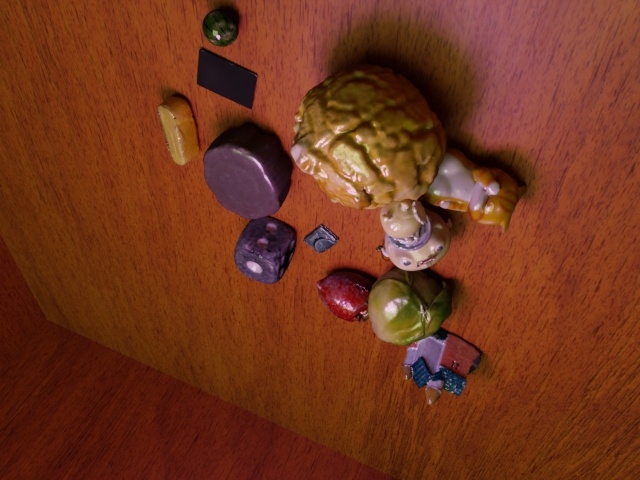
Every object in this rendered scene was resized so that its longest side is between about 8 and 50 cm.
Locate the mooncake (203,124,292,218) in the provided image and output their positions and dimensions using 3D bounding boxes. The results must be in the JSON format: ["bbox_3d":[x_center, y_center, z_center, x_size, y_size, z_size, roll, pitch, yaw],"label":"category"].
[{"bbox_3d":[-0.231,-0.222,1.964,0.306,0.154,0.306,19,142,16],"label":"mooncake"}]

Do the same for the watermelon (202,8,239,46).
[{"bbox_3d":[-0.274,-0.583,1.645,0.108,0.109,0.109,19,140,16],"label":"watermelon"}]

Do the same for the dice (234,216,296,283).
[{"bbox_3d":[-0.200,0.036,2.203,0.181,0.183,0.182,23,142,8],"label":"dice"}]

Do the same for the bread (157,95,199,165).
[{"bbox_3d":[-0.473,-0.367,2.021,0.102,0.094,0.246,24,142,25],"label":"bread"}]

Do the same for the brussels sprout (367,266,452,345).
[{"bbox_3d":[0.298,0.211,2.036,0.259,0.227,0.294,43,117,-3],"label":"brussels sprout"}]

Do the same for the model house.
[{"bbox_3d":[0.415,0.478,2.190,0.253,0.291,0.184,31,137,1],"label":"model house"}]

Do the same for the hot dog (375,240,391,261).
[{"bbox_3d":[0.276,0.044,1.988,0.188,0.055,0.072,15,119,25],"label":"hot dog"}]

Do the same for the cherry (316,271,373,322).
[{"bbox_3d":[0.091,0.199,2.189,0.249,0.192,0.175,23,105,26],"label":"cherry"}]

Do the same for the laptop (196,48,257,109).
[{"bbox_3d":[-0.283,-0.487,1.823,0.197,0.016,0.135,26,141,4],"label":"laptop"}]

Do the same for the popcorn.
[{"bbox_3d":[0.114,-0.265,1.527,0.389,0.344,0.354,2,108,28],"label":"popcorn"}]

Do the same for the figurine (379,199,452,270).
[{"bbox_3d":[0.236,-0.057,1.716,0.226,0.394,0.275,-30,73,11],"label":"figurine"}]

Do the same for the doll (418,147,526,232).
[{"bbox_3d":[0.401,-0.138,1.625,0.269,0.162,0.167,27,100,16],"label":"doll"}]

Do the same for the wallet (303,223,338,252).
[{"bbox_3d":[0.000,0.000,2.152,0.088,0.026,0.129,40,142,-10],"label":"wallet"}]
